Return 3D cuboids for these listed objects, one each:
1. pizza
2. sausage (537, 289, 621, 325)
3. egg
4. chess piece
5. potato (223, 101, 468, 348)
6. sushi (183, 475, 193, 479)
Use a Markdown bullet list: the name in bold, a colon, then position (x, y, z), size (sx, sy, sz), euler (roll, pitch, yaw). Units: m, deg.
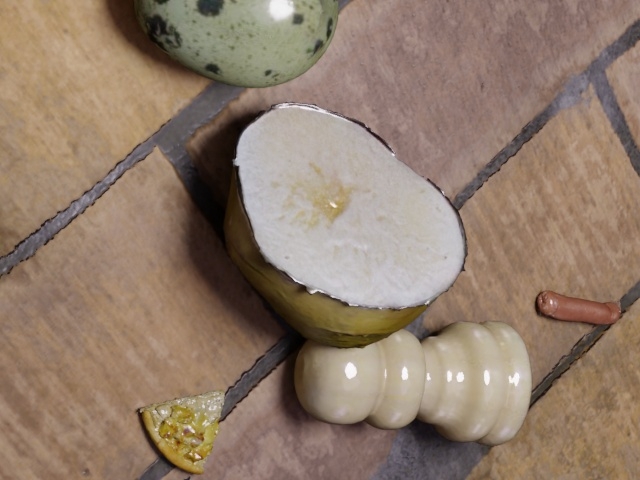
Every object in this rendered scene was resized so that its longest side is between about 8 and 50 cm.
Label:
- **pizza**: position (-0.156, 0.219, 1.484), size (0.108, 0.026, 0.123), euler (-47, 119, -17)
- **sausage**: position (0.379, 0.100, 1.772), size (0.157, 0.036, 0.042), euler (8, 104, -32)
- **egg**: position (-0.091, -0.256, 1.335), size (0.228, 0.177, 0.177), euler (-2, 102, -16)
- **chess piece**: position (0.107, 0.180, 1.571), size (0.299, 0.167, 0.167), euler (5, 98, -25)
- **potato**: position (0.000, 0.000, 1.445), size (0.299, 0.196, 0.246), euler (39, 56, -2)
- **sushi**: position (-0.177, 0.375, 1.503), size (0.120, 0.026, 0.126), euler (-36, 116, -19)
